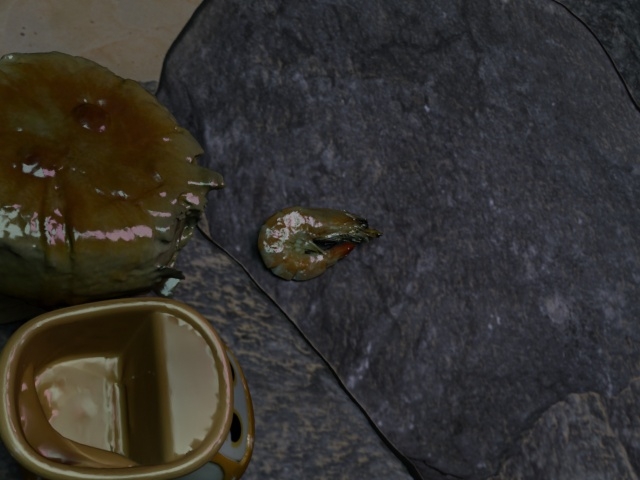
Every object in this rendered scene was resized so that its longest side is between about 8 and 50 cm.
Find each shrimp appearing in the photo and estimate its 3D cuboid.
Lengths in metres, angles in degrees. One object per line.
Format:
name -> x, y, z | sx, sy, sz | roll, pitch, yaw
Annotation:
shrimp -> 0.000, 0.000, 1.385 | 0.190, 0.042, 0.101 | -7, 86, -28

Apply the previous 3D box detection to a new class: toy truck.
toy truck -> -0.202, 0.186, 1.084 | 0.288, 0.211, 0.204 | 1, 64, -19

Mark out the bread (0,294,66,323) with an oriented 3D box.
bread -> -0.338, -0.033, 1.207 | 0.239, 0.111, 0.246 | -11, 65, -32

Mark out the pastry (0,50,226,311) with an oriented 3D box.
pastry -> -0.283, -0.071, 1.097 | 0.330, 0.136, 0.329 | 14, 48, -16
